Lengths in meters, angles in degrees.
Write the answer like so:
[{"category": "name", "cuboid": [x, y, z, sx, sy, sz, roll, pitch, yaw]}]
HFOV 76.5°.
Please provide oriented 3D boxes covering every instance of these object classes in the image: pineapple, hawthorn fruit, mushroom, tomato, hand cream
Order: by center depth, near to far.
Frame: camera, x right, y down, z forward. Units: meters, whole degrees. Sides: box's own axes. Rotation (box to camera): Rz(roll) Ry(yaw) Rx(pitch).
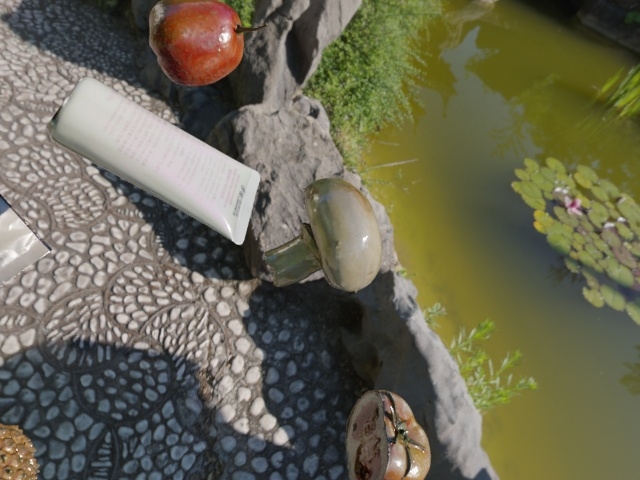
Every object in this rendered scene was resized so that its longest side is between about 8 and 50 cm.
[{"category": "hand cream", "cuboid": [-0.274, -0.141, 0.723, 0.359, 0.118, 0.185, 30, 47, -29]}, {"category": "hawthorn fruit", "cuboid": [-0.195, -0.363, 0.725, 0.204, 0.162, 0.162, -14, 58, -1]}, {"category": "tomato", "cuboid": [0.156, 0.447, 0.878, 0.155, 0.180, 0.214, 26, 36, -18]}, {"category": "pineapple", "cuboid": [-0.717, 0.603, 0.898, 0.223, 0.222, 0.357, -29, 55, -35]}, {"category": "mushroom", "cuboid": [0.000, 0.000, 0.996, 0.290, 0.292, 0.292, -18, 58, 7]}]

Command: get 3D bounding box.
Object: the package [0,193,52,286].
[{"category": "package", "cuboid": [-0.826, -0.012, 0.979, 0.204, 0.062, 0.250, -49, 126, -36]}]
